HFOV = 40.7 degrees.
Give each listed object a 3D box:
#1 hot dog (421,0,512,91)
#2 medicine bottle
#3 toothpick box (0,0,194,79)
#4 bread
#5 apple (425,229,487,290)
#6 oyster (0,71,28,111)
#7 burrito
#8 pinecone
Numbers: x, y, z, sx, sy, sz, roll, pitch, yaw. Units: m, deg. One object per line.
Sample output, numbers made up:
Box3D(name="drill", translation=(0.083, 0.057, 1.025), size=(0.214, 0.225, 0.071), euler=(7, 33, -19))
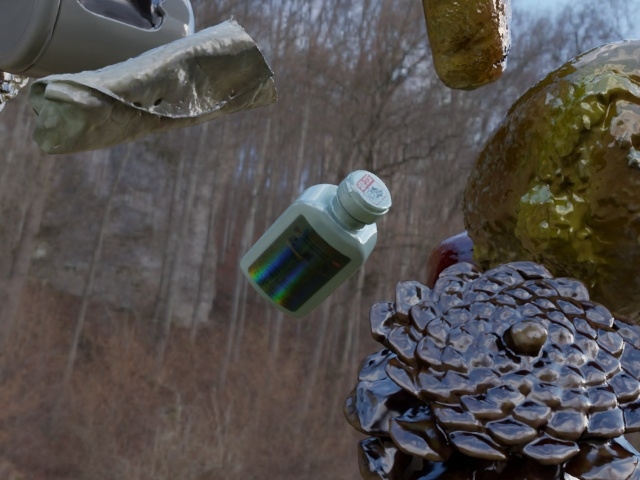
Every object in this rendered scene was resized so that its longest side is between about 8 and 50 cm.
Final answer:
Box3D(name="hot dog", translation=(0.110, -0.270, 0.732), size=(0.088, 0.285, 0.061), euler=(-21, 12, -21))
Box3D(name="medicine bottle", translation=(0.000, 0.000, 1.129), size=(0.121, 0.083, 0.229), euler=(43, -53, -3))
Box3D(name="toothpick box", translation=(-0.338, -0.322, 1.318), size=(0.229, 0.228, 0.316), euler=(-16, -14, 40))
Box3D(name="bread", translation=(0.217, -0.021, 0.688), size=(0.176, 0.195, 0.246), euler=(-7, -29, -26))
Box3D(name="apple", translation=(0.290, 0.111, 1.193), size=(0.317, 0.288, 0.288), euler=(16, -12, 34))
Box3D(name="oyster", translation=(-0.609, -0.361, 1.539), size=(0.204, 0.396, 0.111), euler=(30, -35, -9))
Box3D(name="burrito", translation=(-0.129, -0.126, 0.711), size=(0.226, 0.086, 0.060), euler=(-24, 36, -33))
Box3D(name="pinecone", translation=(0.112, 0.119, 0.553), size=(0.208, 0.207, 0.207), euler=(3, -22, 1))
